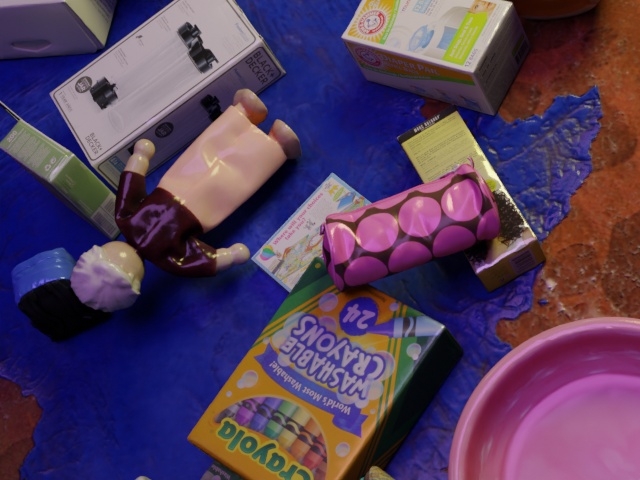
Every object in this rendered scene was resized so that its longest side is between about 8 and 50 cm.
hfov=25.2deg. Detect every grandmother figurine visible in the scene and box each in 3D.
[{"bbox_3d":[-0.177,-0.035,1.836,0.342,0.104,0.208,-43,72,-14],"label":"grandmother figurine"}]

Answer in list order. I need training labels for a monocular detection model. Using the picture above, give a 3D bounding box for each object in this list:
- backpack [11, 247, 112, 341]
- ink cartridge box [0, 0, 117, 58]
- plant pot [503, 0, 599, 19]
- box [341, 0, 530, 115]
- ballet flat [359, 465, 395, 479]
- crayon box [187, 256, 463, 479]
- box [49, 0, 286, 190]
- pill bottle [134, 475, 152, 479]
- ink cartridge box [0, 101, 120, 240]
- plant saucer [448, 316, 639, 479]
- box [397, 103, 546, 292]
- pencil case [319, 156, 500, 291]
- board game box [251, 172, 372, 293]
[{"bbox_3d":[-0.351,0.063,1.876,0.098,0.120,0.101,-30,56,7],"label":"backpack"},{"bbox_3d":[-0.417,-0.442,2.173,0.223,0.129,0.307,-1,63,22],"label":"ink cartridge box"},{"bbox_3d":[0.286,-0.388,1.808,0.205,0.205,0.187,-5,78,22],"label":"plant pot"},{"bbox_3d":[0.147,-0.254,1.837,0.203,0.103,0.114,20,73,31],"label":"box"},{"bbox_3d":[0.124,0.397,1.490,0.123,0.123,0.348,-17,64,15],"label":"ballet flat"},{"bbox_3d":[-0.009,0.201,1.673,0.203,0.083,0.323,28,78,33],"label":"crayon box"},{"bbox_3d":[-0.212,-0.218,1.988,0.290,0.087,0.169,-37,55,2],"label":"box"},{"bbox_3d":[-0.240,0.366,1.679,0.169,0.094,0.094,-43,55,-3],"label":"pill bottle"},{"bbox_3d":[-0.377,-0.108,1.950,0.235,0.171,0.056,33,80,34],"label":"ink cartridge box"},{"bbox_3d":[0.303,0.246,1.510,0.332,0.084,0.332,-10,60,18],"label":"plant saucer"},{"bbox_3d":[0.182,-0.054,1.741,0.087,0.058,0.232,-32,55,5],"label":"box"},{"bbox_3d":[0.100,-0.017,1.656,0.209,0.095,0.098,-21,94,3],"label":"pencil case"},{"bbox_3d":[0.000,0.000,1.812,0.154,0.026,0.103,-47,55,-5],"label":"board game box"}]
